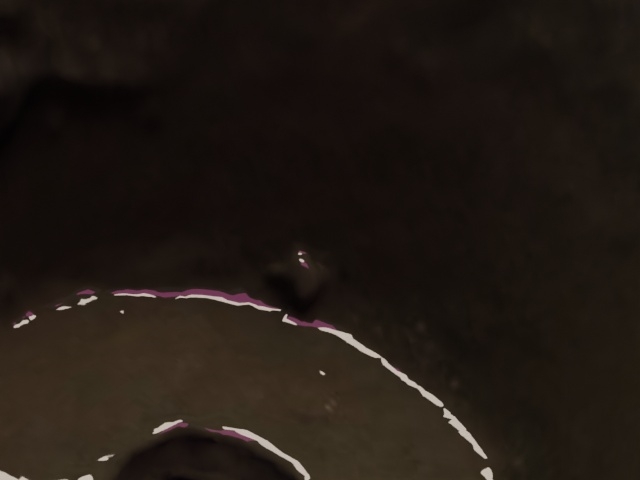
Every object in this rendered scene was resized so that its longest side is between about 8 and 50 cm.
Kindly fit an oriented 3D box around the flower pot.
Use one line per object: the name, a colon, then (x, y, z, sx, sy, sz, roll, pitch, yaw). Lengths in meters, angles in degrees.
flower pot: (0.000, 0.000, 0.523, 0.379, 0.251, 0.379, 9, 42, -8)
